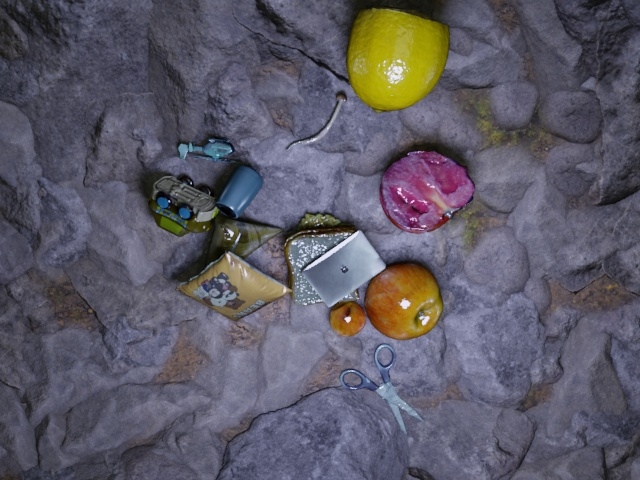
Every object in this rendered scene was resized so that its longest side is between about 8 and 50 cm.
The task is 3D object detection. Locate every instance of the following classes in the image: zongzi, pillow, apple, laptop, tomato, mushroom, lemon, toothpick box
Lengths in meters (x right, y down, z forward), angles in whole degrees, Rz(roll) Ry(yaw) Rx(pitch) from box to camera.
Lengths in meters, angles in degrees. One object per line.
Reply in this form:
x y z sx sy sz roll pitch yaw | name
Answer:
-0.295 0.040 1.724 0.274 0.125 0.251 7 117 -33 | zongzi
-0.321 0.181 1.647 0.310 0.119 0.312 -34 129 26 | pillow
0.104 0.298 1.727 0.146 0.146 0.147 0 97 0 | apple
0.086 0.105 1.637 0.269 0.015 0.188 -35 110 4 | laptop
0.385 -0.175 1.661 0.335 0.176 0.290 -36 76 0 | tomato
-0.004 -0.430 1.692 0.068 0.043 0.306 44 96 12 | mushroom
0.312 0.229 1.658 0.301 0.301 0.302 0 97 0 | apple
0.253 -0.606 1.531 0.364 0.364 0.364 0 97 0 | lemon
-0.302 -0.176 1.648 0.120 0.120 0.184 30 68 -4 | toothpick box

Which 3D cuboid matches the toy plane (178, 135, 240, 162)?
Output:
-0.419 -0.345 1.693 0.235 0.060 0.096 5 110 -5 | toy plane

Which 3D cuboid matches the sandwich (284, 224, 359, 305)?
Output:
0.005 0.096 1.684 0.271 0.099 0.301 -8 111 -5 | sandwich

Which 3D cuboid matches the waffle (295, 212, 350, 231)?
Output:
0.000 0.000 1.734 0.207 0.054 0.214 16 103 -5 | waffle

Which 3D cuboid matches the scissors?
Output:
0.274 0.630 1.828 0.256 0.029 0.383 -35 97 5 | scissors

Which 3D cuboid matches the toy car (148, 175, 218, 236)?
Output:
-0.520 -0.107 1.674 0.247 0.204 0.198 26 120 -2 | toy car
